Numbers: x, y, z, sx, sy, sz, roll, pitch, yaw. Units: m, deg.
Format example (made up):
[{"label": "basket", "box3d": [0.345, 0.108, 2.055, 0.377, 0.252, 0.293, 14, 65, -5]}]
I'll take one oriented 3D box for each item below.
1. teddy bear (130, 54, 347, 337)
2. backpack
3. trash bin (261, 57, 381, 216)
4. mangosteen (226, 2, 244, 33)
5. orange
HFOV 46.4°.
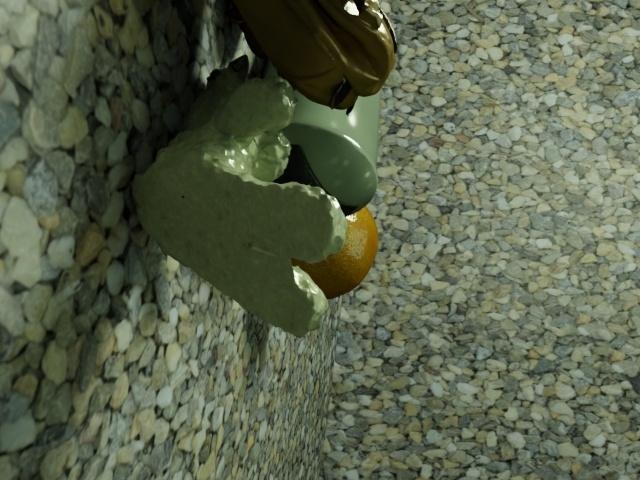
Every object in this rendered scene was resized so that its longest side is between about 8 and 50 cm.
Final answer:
[{"label": "teddy bear", "box3d": [-0.080, -0.100, 1.094, 0.362, 0.375, 0.327, -45, 154, -52]}, {"label": "backpack", "box3d": [-0.036, -0.362, 1.106, 0.378, 0.201, 0.353, 57, 8, 6]}, {"label": "trash bin", "box3d": [-0.011, -0.242, 1.503, 0.280, 0.280, 0.432, 82, 14, -54]}, {"label": "mangosteen", "box3d": [-0.087, -0.427, 1.322, 0.180, 0.166, 0.166, 28, 66, -51]}, {"label": "orange", "box3d": [0.000, 0.000, 1.721, 0.274, 0.274, 0.274, 6, 90, -80]}]
